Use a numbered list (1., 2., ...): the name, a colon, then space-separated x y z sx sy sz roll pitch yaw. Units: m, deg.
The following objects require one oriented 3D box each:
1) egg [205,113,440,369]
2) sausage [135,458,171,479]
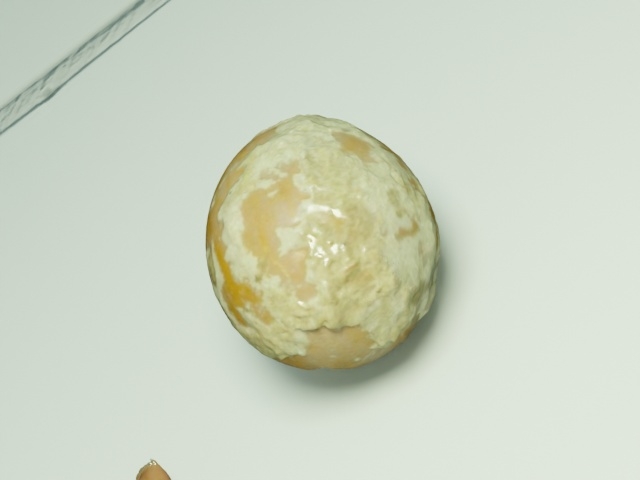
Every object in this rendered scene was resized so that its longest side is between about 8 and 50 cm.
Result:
1. egg: 0.000 0.000 1.367 0.195 0.195 0.233 -36 38 5
2. sausage: -0.108 0.245 1.336 0.040 0.047 0.177 -26 40 -8
